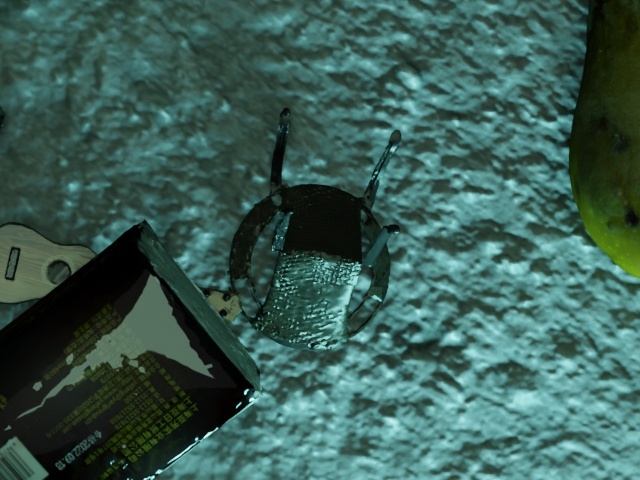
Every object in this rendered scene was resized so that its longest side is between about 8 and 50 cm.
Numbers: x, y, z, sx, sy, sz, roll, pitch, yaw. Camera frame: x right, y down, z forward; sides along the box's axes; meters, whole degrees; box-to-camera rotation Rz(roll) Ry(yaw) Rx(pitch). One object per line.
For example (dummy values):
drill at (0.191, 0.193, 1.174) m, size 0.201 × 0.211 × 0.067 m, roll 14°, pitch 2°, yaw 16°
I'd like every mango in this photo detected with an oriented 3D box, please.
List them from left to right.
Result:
mango at (0.355, -0.117, 1.640) m, size 0.176 × 0.175 × 0.330 m, roll 16°, pitch 68°, yaw -30°

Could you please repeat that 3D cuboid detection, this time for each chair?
chair at (0.000, 0.000, 1.626) m, size 0.174 × 0.149 × 0.213 m, roll 10°, pitch 132°, yaw -10°

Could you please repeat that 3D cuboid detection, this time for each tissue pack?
tissue pack at (-0.256, 0.177, 1.515) m, size 0.370 × 0.198 × 0.210 m, roll -37°, pitch 102°, yaw 2°

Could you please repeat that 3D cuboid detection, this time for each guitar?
guitar at (-0.213, 0.043, 1.619) m, size 0.271 × 0.038 × 0.084 m, roll 11°, pitch 90°, yaw -6°

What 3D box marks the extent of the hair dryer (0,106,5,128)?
hair dryer at (-0.393, -0.217, 1.493) m, size 0.235 × 0.272 × 0.091 m, roll 37°, pitch 56°, yaw 2°
